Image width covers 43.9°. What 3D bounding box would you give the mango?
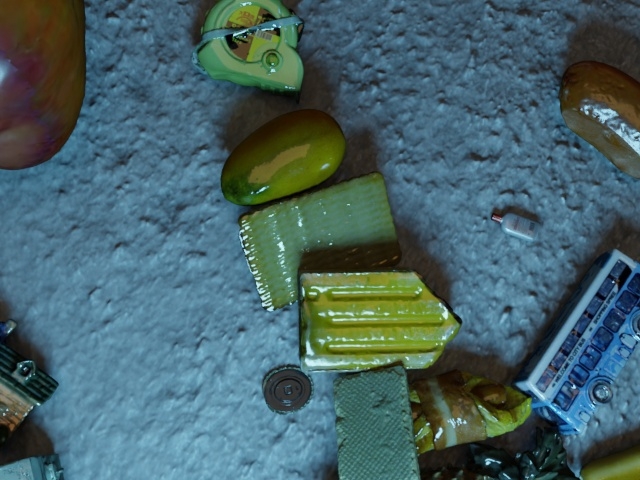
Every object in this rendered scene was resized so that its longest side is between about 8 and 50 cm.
[{"bbox_3d":[-0.064,-0.133,1.294,0.221,0.151,0.120,-26,119,-4],"label":"mango"}]

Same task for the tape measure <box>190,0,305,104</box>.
[{"bbox_3d":[-0.117,-0.338,1.359,0.199,0.106,0.175,11,90,-1],"label":"tape measure"}]

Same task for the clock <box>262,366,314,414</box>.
[{"bbox_3d":[-0.051,0.241,1.275,0.083,0.010,0.074,-15,78,-8],"label":"clock"}]

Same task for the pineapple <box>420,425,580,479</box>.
[{"bbox_3d":[0.258,0.394,1.210,0.309,0.141,0.170,-19,69,-16],"label":"pineapple"}]

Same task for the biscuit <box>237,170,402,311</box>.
[{"bbox_3d":[0.000,0.000,1.291,0.254,0.029,0.172,-19,111,-10],"label":"biscuit"}]

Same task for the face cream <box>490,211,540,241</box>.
[{"bbox_3d":[0.335,-0.027,1.367,0.083,0.021,0.040,21,76,0],"label":"face cream"}]

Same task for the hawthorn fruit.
[{"bbox_3d":[-0.553,-0.326,1.145,0.471,0.472,0.472,1,77,-5],"label":"hawthorn fruit"}]

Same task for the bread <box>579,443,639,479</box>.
[{"bbox_3d":[0.523,0.365,1.265,0.239,0.074,0.093,-17,95,-7],"label":"bread"}]

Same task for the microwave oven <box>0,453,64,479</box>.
[{"bbox_3d":[-0.445,0.470,1.098,0.237,0.181,0.295,-16,79,-7],"label":"microwave oven"}]

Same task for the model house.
[{"bbox_3d":[-0.494,0.201,1.172,0.183,0.166,0.172,42,73,-7],"label":"model house"}]

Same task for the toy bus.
[{"bbox_3d":[0.443,0.164,1.292,0.131,0.106,0.297,38,75,6],"label":"toy bus"}]

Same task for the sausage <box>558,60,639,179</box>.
[{"bbox_3d":[0.524,-0.212,1.376,0.258,0.133,0.133,42,77,6],"label":"sausage"}]

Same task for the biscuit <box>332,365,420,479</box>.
[{"bbox_3d":[0.081,0.288,1.183,0.121,0.041,0.199,-12,51,10],"label":"biscuit"}]

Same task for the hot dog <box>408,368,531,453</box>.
[{"bbox_3d":[0.200,0.260,1.235,0.261,0.093,0.123,-15,37,-5],"label":"hot dog"}]

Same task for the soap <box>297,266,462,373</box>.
[{"bbox_3d":[0.093,0.124,1.266,0.257,0.080,0.160,-1,94,-7],"label":"soap"}]
